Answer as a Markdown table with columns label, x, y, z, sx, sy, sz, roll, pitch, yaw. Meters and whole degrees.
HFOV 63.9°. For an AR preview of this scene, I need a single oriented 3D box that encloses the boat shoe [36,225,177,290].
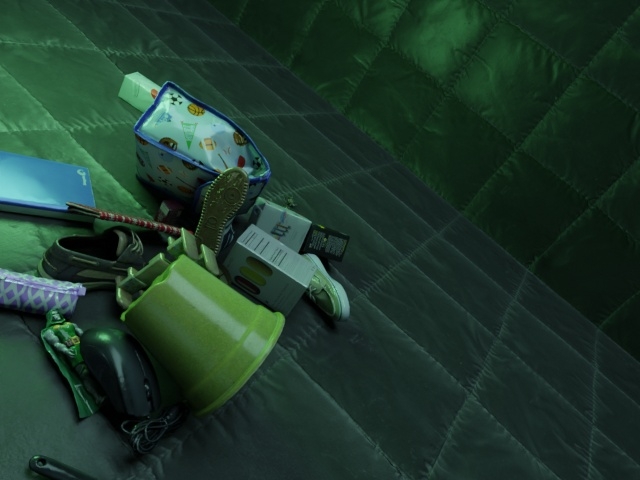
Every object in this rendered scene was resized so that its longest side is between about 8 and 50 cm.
| label | x | y | z | sx | sy | sz | roll | pitch | yaw |
| --- | --- | --- | --- | --- | --- | --- | --- | --- | --- |
| boat shoe | -0.492 | 0.041 | 1.259 | 0.132 | 0.130 | 0.355 | 49 | 32 | 22 |

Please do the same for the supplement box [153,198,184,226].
| label | x | y | z | sx | sy | sz | roll | pitch | yaw |
| --- | --- | --- | --- | --- | --- | --- | --- | --- | --- |
| supplement box | -0.452 | -0.077 | 1.524 | 0.043 | 0.083 | 0.055 | 46 | 30 | 18 |

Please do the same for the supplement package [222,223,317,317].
| label | x | y | z | sx | sy | sz | roll | pitch | yaw |
| --- | --- | --- | --- | --- | --- | --- | --- | --- | --- |
| supplement package | -0.156 | 0.088 | 1.537 | 0.244 | 0.139 | 0.134 | 33 | 28 | -2 |

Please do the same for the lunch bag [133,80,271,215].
| label | x | y | z | sx | sy | sz | roll | pitch | yaw |
| --- | --- | --- | --- | --- | --- | --- | --- | --- | --- |
| lunch bag | -0.357 | -0.230 | 1.566 | 0.385 | 0.328 | 0.239 | 29 | 68 | -10 |

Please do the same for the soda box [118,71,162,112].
| label | x | y | z | sx | sy | sz | roll | pitch | yaw |
| --- | --- | --- | --- | --- | --- | --- | --- | --- | --- |
| soda box | -0.628 | -0.529 | 1.992 | 0.286 | 0.098 | 0.091 | 34 | 29 | -4 |

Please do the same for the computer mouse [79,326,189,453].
| label | x | y | z | sx | sy | sz | roll | pitch | yaw |
| --- | --- | --- | --- | --- | --- | --- | --- | --- | --- |
| computer mouse | -0.369 | 0.270 | 1.024 | 0.272 | 0.072 | 0.188 | 51 | 11 | 7 |

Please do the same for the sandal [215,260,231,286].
| label | x | y | z | sx | sy | sz | roll | pitch | yaw |
| --- | --- | --- | --- | --- | --- | --- | --- | --- | --- |
| sandal | -0.335 | 0.081 | 1.452 | 0.219 | 0.060 | 0.090 | 33 | 19 | 26 |

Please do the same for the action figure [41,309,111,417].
| label | x | y | z | sx | sy | sz | roll | pitch | yaw |
| --- | --- | --- | --- | --- | --- | --- | --- | --- | --- |
| action figure | -0.491 | 0.234 | 1.045 | 0.232 | 0.063 | 0.137 | 47 | 19 | 12 |

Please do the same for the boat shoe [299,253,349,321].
| label | x | y | z | sx | sy | sz | roll | pitch | yaw |
| --- | --- | --- | --- | --- | --- | --- | --- | --- | --- |
| boat shoe | -0.011 | 0.154 | 1.653 | 0.094 | 0.109 | 0.302 | -3 | 35 | -31 |

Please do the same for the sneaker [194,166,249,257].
| label | x | y | z | sx | sy | sz | roll | pitch | yaw |
| --- | --- | --- | --- | --- | --- | --- | --- | --- | --- |
| sneaker | -0.271 | -0.077 | 1.440 | 0.099 | 0.282 | 0.153 | 26 | 10 | -1 |

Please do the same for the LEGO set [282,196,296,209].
| label | x | y | z | sx | sy | sz | roll | pitch | yaw |
| --- | --- | --- | --- | --- | --- | --- | --- | --- | --- |
| LEGO set | -0.126 | -0.147 | 2.042 | 0.054 | 0.023 | 0.083 | 40 | 42 | 13 |

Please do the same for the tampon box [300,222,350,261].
| label | x | y | z | sx | sy | sz | roll | pitch | yaw |
| --- | --- | --- | --- | --- | --- | --- | --- | --- | --- |
| tampon box | 0.000 | 0.000 | 1.826 | 0.160 | 0.102 | 0.120 | 18 | 3 | -29 |

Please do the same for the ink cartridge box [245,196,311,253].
| label | x | y | z | sx | sy | sz | roll | pitch | yaw |
| --- | --- | --- | --- | --- | --- | --- | --- | --- | --- |
| ink cartridge box | -0.145 | -0.049 | 1.727 | 0.176 | 0.127 | 0.128 | 23 | 7 | -21 |

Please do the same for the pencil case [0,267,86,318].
| label | x | y | z | sx | sy | sz | roll | pitch | yaw |
| --- | --- | --- | --- | --- | --- | --- | --- | --- | --- |
| pencil case | -0.615 | 0.105 | 1.082 | 0.206 | 0.088 | 0.086 | 18 | 35 | -31 |

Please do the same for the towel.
| label | x | y | z | sx | sy | sz | roll | pitch | yaw |
| --- | --- | --- | --- | --- | --- | --- | --- | --- | --- |
| towel | -0.495 | -0.048 | 1.348 | 0.198 | 0.031 | 0.274 | 13 | -2 | 40 |

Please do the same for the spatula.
| label | x | y | z | sx | sy | sz | roll | pitch | yaw |
| --- | --- | --- | --- | --- | --- | --- | --- | --- | --- |
| spatula | -0.367 | 0.442 | 0.905 | 0.296 | 0.030 | 0.084 | 27 | 32 | -15 |

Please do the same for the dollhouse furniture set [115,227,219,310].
| label | x | y | z | sx | sy | sz | roll | pitch | yaw |
| --- | --- | --- | --- | --- | --- | --- | --- | --- | --- |
| dollhouse furniture set | -0.325 | 0.137 | 1.222 | 0.242 | 0.212 | 0.161 | 46 | 13 | -45 |

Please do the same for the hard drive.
| label | x | y | z | sx | sy | sz | roll | pitch | yaw |
| --- | --- | --- | --- | --- | --- | --- | --- | --- | --- |
| hard drive | -0.768 | -0.148 | 1.341 | 0.318 | 0.040 | 0.210 | 9 | 39 | -39 |

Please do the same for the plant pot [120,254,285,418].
| label | x | y | z | sx | sy | sz | roll | pitch | yaw |
| --- | --- | --- | --- | --- | --- | --- | --- | --- | --- |
| plant pot | -0.260 | 0.177 | 1.073 | 0.254 | 0.276 | 0.276 | 44 | 27 | -11 |
